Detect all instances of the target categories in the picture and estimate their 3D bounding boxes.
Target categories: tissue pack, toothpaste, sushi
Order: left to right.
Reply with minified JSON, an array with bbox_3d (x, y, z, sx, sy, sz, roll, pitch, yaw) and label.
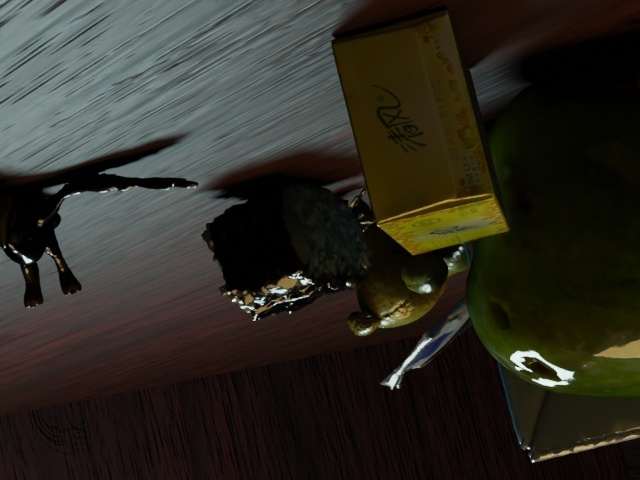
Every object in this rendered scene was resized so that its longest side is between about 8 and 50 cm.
[{"bbox_3d":[-0.023,0.006,1.276,0.078,0.090,0.150,-25,175,21],"label":"sushi"},{"bbox_3d":[0.055,-0.050,0.930,0.062,0.095,0.176,-15,174,6],"label":"tissue pack"},{"bbox_3d":[0.161,0.024,1.502,0.068,0.099,0.282,31,-127,34],"label":"toothpaste"}]

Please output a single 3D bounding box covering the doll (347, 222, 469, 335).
[{"bbox_3d":[0.093,-0.004,1.523,0.209,0.097,0.137,-41,-172,41],"label":"doll"}]

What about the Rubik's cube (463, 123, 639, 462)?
[{"bbox_3d":[0.232,0.019,1.285,0.221,0.231,0.224,-15,172,11],"label":"Rubik's cube"}]

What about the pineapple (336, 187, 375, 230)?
[{"bbox_3d":[0.000,0.000,1.415,0.058,0.058,0.124,-7,171,-42],"label":"pineapple"}]

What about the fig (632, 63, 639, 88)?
[{"bbox_3d":[0.279,-0.095,1.005,0.201,0.134,0.146,6,148,12],"label":"fig"}]

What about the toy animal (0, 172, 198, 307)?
[{"bbox_3d":[-0.175,-0.007,1.060,0.220,0.062,0.108,-13,155,5],"label":"toy animal"}]

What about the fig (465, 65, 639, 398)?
[{"bbox_3d":[0.227,0.007,1.070,0.275,0.206,0.206,10,176,8],"label":"fig"}]
